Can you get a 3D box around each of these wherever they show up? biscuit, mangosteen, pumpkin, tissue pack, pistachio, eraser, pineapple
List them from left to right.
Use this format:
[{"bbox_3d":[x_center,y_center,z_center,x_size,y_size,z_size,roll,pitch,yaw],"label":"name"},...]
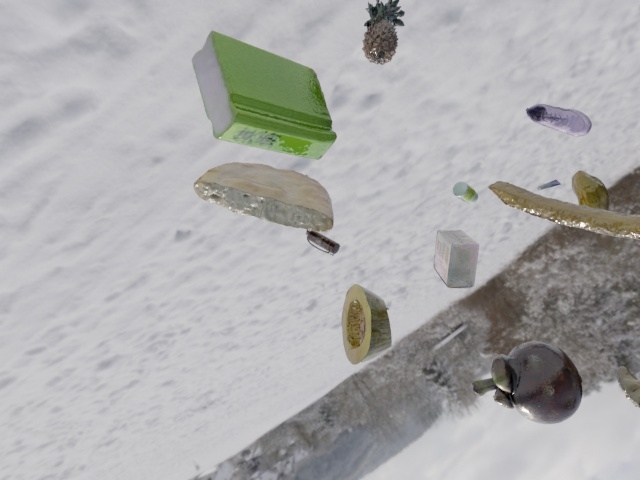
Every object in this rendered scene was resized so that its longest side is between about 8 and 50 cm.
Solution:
[{"bbox_3d":[-0.173,-0.158,1.560,0.446,0.430,0.103,-92,-166,-69],"label":"biscuit"},{"bbox_3d":[-0.101,-0.275,0.946,0.274,0.210,0.092,4,152,-47],"label":"eraser"},{"bbox_3d":[0.136,0.230,1.299,0.110,0.217,0.217,5,146,-11],"label":"pumpkin"},{"bbox_3d":[0.153,-0.501,1.147,0.103,0.221,0.083,5,146,5],"label":"pineapple"},{"bbox_3d":[0.545,0.070,1.924,0.124,0.184,0.225,1,-165,-1],"label":"tissue pack"},{"bbox_3d":[0.424,0.284,0.954,0.184,0.172,0.172,4,147,-10],"label":"mangosteen"},{"bbox_3d":[0.923,-0.152,1.611,0.100,0.189,0.110,-15,178,12],"label":"pistachio"}]

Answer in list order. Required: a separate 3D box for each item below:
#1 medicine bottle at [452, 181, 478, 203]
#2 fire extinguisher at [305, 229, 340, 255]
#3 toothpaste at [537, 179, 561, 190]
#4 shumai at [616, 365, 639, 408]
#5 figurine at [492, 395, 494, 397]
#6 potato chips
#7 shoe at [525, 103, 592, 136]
[{"bbox_3d":[0.422,-0.138,1.379,0.083,0.047,0.047,19,122,-45],"label":"medicine bottle"},{"bbox_3d":[0.000,0.000,1.698,0.043,0.158,0.064,2,111,-50],"label":"fire extinguisher"},{"bbox_3d":[0.729,-0.176,1.515,0.083,0.024,0.015,-19,147,-18],"label":"toothpaste"},{"bbox_3d":[0.951,0.392,1.252,0.263,0.266,0.314,-7,177,-7],"label":"shumai"},{"bbox_3d":[0.516,0.405,1.289,0.114,0.079,0.114,-2,120,-3],"label":"figurine"},{"bbox_3d":[0.600,-0.071,1.139,0.057,0.407,0.080,-41,132,-26],"label":"potato chips"},{"bbox_3d":[0.922,-0.474,1.854,0.138,0.245,0.095,-13,126,-42],"label":"shoe"}]
